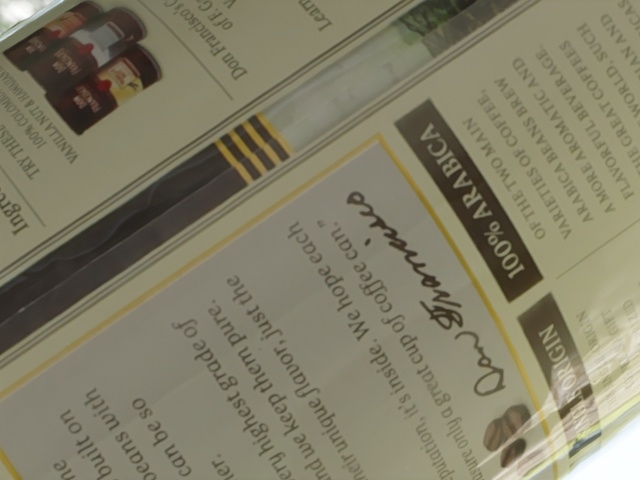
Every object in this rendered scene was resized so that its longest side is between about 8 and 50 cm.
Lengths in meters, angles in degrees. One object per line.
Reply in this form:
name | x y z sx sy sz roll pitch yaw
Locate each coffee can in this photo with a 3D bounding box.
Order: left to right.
coffee can | 0.000 0.000 0.559 0.275 0.201 0.201 -34 -112 -10
